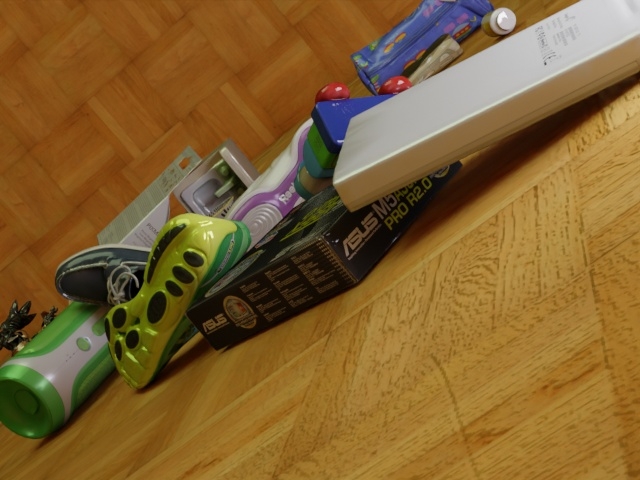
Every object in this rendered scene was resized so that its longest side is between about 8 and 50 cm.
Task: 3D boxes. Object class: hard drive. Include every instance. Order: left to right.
[{"bbox_3d":[0.162,-0.141,1.082,0.307,0.040,0.203,-26,18,17],"label":"hard drive"}]

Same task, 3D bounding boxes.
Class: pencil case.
[{"bbox_3d":[0.199,-0.405,2.275,0.306,0.119,0.133,-39,-8,15],"label":"pencil case"}]

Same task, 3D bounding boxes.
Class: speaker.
[{"bbox_3d":[-0.361,0.164,1.718,0.131,0.131,0.296,-33,11,37],"label":"speaker"}]

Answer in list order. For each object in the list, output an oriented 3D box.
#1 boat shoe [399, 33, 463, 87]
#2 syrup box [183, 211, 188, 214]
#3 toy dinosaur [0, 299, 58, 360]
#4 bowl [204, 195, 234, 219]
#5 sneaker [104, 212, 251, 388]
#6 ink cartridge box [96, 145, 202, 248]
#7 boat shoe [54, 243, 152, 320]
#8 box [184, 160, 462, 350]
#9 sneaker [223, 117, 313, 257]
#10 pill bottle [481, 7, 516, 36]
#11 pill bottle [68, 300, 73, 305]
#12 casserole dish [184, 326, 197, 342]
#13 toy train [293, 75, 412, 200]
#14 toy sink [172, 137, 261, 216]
[{"bbox_3d":[0.191,-0.306,2.091,0.153,0.048,0.056,-46,20,3],"label":"boat shoe"},{"bbox_3d":[-0.270,0.050,2.016,0.093,0.096,0.237,-35,12,30],"label":"syrup box"},{"bbox_3d":[-0.567,0.222,2.286,0.322,0.164,0.218,-20,20,-16],"label":"toy dinosaur"},{"bbox_3d":[-0.185,0.010,1.913,0.170,0.080,0.170,-38,9,7],"label":"bowl"},{"bbox_3d":[-0.168,0.081,1.390,0.123,0.109,0.295,-7,-33,-41],"label":"sneaker"},{"bbox_3d":[-0.279,-0.050,1.957,0.232,0.066,0.189,-41,18,-2],"label":"ink cartridge box"},{"bbox_3d":[-0.266,0.064,1.671,0.254,0.095,0.079,2,31,3],"label":"boat shoe"},{"bbox_3d":[0.000,0.000,1.224,0.216,0.060,0.270,-45,10,-38],"label":"box"},{"bbox_3d":[-0.038,-0.087,1.658,0.305,0.114,0.152,-41,10,-12],"label":"sneaker"},{"bbox_3d":[0.291,-0.354,1.870,0.043,0.043,0.083,-40,9,-1],"label":"pill bottle"},{"bbox_3d":[-0.349,0.075,2.116,0.130,0.130,0.246,-35,10,29],"label":"pill bottle"},{"bbox_3d":[-0.189,0.111,1.553,0.188,0.037,0.114,-41,9,-14],"label":"casserole dish"},{"bbox_3d":[0.091,-0.116,1.390,0.248,0.105,0.143,-10,-29,-29],"label":"toy train"},{"bbox_3d":[-0.168,-0.078,2.058,0.131,0.153,0.234,-39,9,4],"label":"toy sink"}]
